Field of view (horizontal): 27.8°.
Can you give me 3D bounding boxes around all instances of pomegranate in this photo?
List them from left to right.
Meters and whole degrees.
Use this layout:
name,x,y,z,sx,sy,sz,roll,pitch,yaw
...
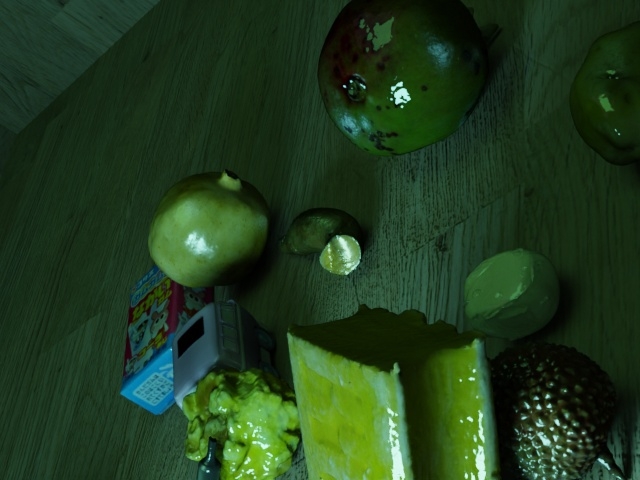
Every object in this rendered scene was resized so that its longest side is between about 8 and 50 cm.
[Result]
name,x,y,z,sx,sy,sz,roll,pitch,yaw
pomegranate,-0.204,-0.019,2.403,0.233,0.233,0.233,-39,31,29
pomegranate,0.155,-0.269,2.106,0.291,0.323,0.291,-4,84,40

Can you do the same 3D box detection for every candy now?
name,x,y,z,sx,sy,sz,roll,pitch,yaw
candy,-0.289,0.165,2.458,0.157,0.100,0.306,-42,29,26

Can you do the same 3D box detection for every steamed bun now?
name,x,y,z,sx,sy,sz,roll,pitch,yaw
steamed bun,0.254,0.069,1.675,0.130,0.091,0.112,-31,40,35

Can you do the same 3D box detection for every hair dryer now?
name,x,y,z,sx,sy,sz,roll,pitch,yaw
hair dryer,-0.168,0.409,1.901,0.195,0.078,0.248,-121,33,-60

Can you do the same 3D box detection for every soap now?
name,x,y,z,sx,sy,sz,roll,pitch,yaw
soap,0.089,0.253,1.488,0.293,0.156,0.335,17,118,62

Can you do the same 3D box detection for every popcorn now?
name,x,y,z,sx,sy,sz,roll,pitch,yaw
popcorn,-0.116,0.284,1.982,0.197,0.155,0.197,-24,47,29

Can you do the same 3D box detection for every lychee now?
name,x,y,z,sx,sy,sz,roll,pitch,yaw
lychee,0.265,0.202,1.454,0.165,0.197,0.165,-56,-9,-15

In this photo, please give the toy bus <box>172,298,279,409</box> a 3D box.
name,x,y,z,sx,sy,sz,roll,pitch,yaw
toy bus,-0.163,0.202,2.157,0.142,0.142,0.202,-46,28,21

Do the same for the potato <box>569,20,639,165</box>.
name,x,y,z,sx,sy,sz,roll,pitch,yaw
potato,0.404,-0.190,1.669,0.154,0.137,0.200,-20,42,48

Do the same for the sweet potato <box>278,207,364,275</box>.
name,x,y,z,sx,sy,sz,roll,pitch,yaw
sweet potato,-0.006,-0.003,2.194,0.286,0.085,0.112,7,70,61
